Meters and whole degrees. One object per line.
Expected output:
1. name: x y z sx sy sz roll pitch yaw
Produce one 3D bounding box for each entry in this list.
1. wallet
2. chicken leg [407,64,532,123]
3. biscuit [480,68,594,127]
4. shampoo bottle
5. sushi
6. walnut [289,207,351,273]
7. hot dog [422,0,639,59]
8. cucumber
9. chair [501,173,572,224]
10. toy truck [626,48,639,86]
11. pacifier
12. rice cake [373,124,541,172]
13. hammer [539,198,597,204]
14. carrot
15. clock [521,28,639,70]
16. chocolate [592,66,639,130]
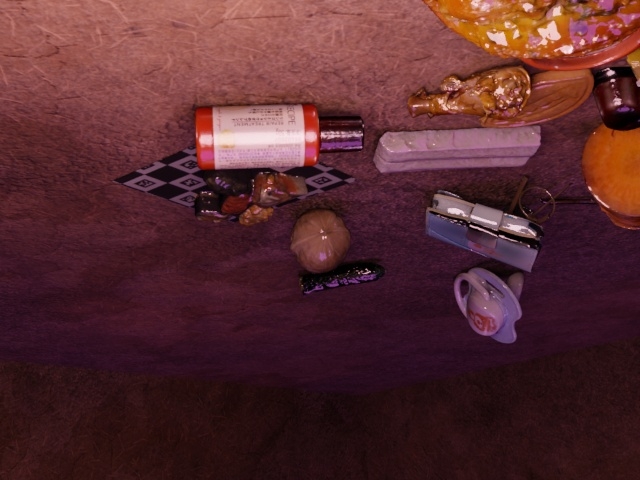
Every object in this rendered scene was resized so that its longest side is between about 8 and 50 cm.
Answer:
1. wallet: 0.351 -0.016 1.965 0.250 0.075 0.176 21 162 13
2. chicken leg: 0.234 -0.226 1.455 0.207 0.085 0.101 -6 -154 28
3. biscuit: 0.368 -0.235 1.541 0.221 0.029 0.142 -21 155 40
4. shampoo bottle: -0.066 -0.173 1.507 0.278 0.104 0.104 -2 161 -6
5. sushi: -0.163 -0.091 1.792 0.343 0.064 0.359 -17 157 33
6. walnut: -0.001 0.000 1.979 0.140 0.140 0.162 4 159 -24
7. hot dog: 0.280 -0.331 1.009 0.388 0.174 0.267 -16 156 33
8. cucumber: 0.053 0.095 2.403 0.245 0.067 0.067 -13 160 18
9. chair: 0.462 -0.065 1.980 0.095 0.104 0.221 -17 163 -18
10. toy truck: 0.503 -0.274 1.402 0.052 0.062 0.123 -14 159 25
11. pacifier: 0.503 0.153 2.569 0.207 0.227 0.279 -33 148 -20
12. rice cake: 0.250 -0.167 1.683 0.298 0.050 0.106 -3 162 -5
13. hammer: 0.577 -0.085 2.047 0.178 0.021 0.065 -2 162 -6
14. carrot: 0.590 -0.111 1.741 0.196 0.196 0.254 -9 165 12
15. clock: 0.378 -0.304 1.303 0.205 0.051 0.205 -4 163 -1
16. chocolate: 0.510 -0.226 1.522 0.149 0.080 0.125 4 159 -29
